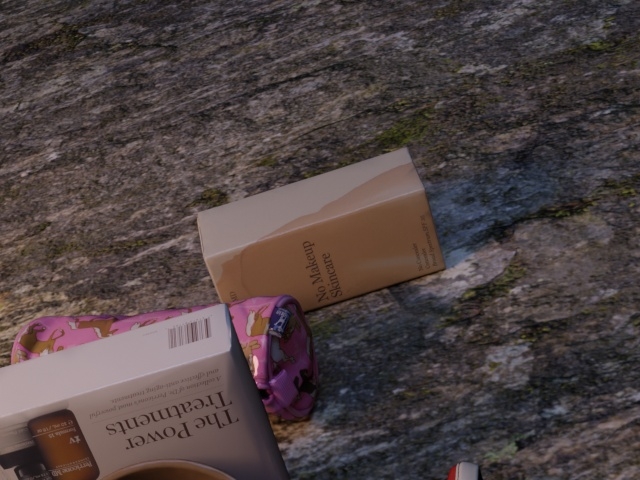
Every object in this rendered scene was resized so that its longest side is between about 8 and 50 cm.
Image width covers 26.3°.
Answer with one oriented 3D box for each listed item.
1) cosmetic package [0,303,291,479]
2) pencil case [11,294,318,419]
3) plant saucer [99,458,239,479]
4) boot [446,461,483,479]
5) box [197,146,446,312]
[{"bbox_3d":[-0.237,0.254,1.508,0.377,0.284,0.097,-17,34,3],"label":"cosmetic package"},{"bbox_3d":[-0.200,0.160,1.743,0.386,0.167,0.160,-5,71,19],"label":"pencil case"},{"bbox_3d":[-0.157,0.366,1.410,0.277,0.041,0.278,-3,74,10],"label":"plant saucer"},{"bbox_3d":[0.082,0.333,1.431,0.176,0.088,0.244,-5,40,21],"label":"boot"},{"bbox_3d":[0.000,0.000,1.886,0.311,0.148,0.121,-19,34,2],"label":"box"}]
